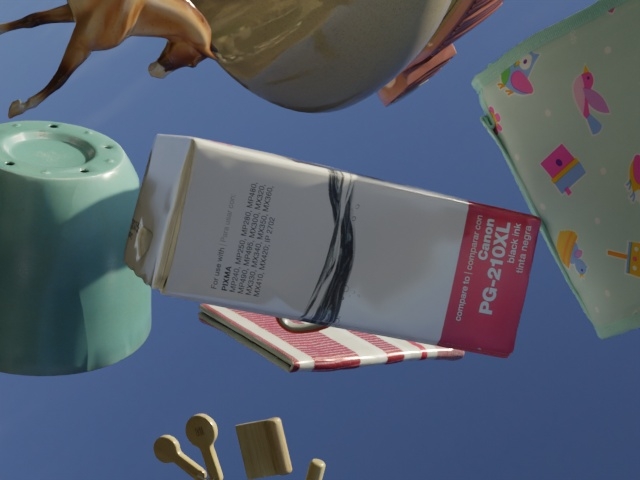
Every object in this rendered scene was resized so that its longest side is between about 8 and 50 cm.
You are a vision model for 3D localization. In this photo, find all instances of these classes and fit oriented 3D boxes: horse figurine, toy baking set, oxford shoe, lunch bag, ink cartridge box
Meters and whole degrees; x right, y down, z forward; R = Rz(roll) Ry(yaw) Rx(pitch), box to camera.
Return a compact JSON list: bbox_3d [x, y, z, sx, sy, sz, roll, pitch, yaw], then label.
[{"bbox_3d":[-0.207,-0.219,0.919,0.174,0.263,0.066,-23,-157,3],"label":"horse figurine"},{"bbox_3d":[-0.096,0.298,1.270,0.196,0.030,0.256,14,-78,21],"label":"toy baking set"},{"bbox_3d":[0.144,-0.327,1.626,0.140,0.146,0.397,-35,175,-33],"label":"oxford shoe"},{"bbox_3d":[0.256,-0.075,0.811,0.262,0.223,0.160,-27,177,26],"label":"lunch bag"},{"bbox_3d":[0.000,0.000,0.811,0.172,0.237,0.100,-161,-97,-73],"label":"ink cartridge box"}]

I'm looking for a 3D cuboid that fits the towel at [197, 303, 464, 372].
[{"bbox_3d":[0.016,0.136,1.723,0.237,0.329,0.037,24,-72,46],"label":"towel"}]

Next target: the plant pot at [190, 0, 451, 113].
[{"bbox_3d":[0.028,-0.282,1.122,0.191,0.284,0.284,-18,-137,51],"label":"plant pot"}]

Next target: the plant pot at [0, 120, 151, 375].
[{"bbox_3d":[-0.343,-0.009,1.479,0.293,0.293,0.235,-126,-138,-56],"label":"plant pot"}]

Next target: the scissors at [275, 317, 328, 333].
[{"bbox_3d":[0.064,0.044,1.500,0.297,0.109,0.021,-16,-166,23],"label":"scissors"}]
